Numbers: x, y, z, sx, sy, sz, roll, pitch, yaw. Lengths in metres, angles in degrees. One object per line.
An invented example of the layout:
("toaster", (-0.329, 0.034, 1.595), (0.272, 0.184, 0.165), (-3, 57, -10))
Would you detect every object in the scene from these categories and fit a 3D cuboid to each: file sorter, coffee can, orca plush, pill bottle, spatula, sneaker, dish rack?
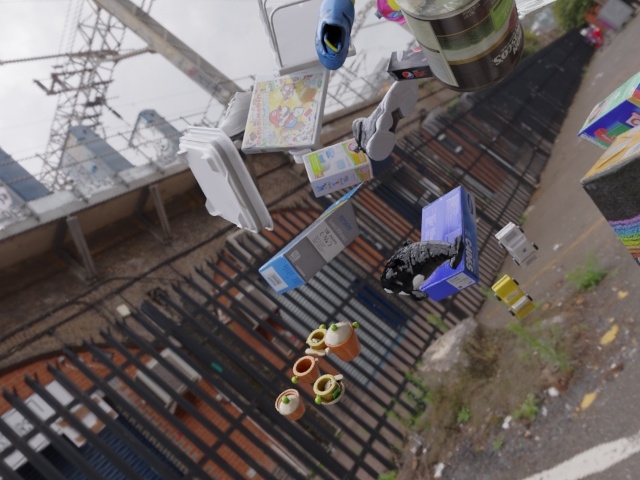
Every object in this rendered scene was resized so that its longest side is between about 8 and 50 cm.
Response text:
("file sorter", (-0.052, -0.570, 1.310), (0.192, 0.278, 0.173), (-17, -36, -2))
("coffee can", (0.272, -0.442, 1.048), (0.201, 0.201, 0.275), (-52, -30, 6))
("orca plush", (0.206, 0.068, 1.258), (0.102, 0.151, 0.287), (0, -6, -27))
("pill bottle", (-0.080, -0.352, 1.877), (0.087, 0.087, 0.160), (-45, -49, -34))
("spatula", (0.443, -0.542, 1.332), (0.242, 0.019, 0.168), (-21, 28, 17))
("sneaker", (-0.288, -0.443, 1.917), (0.297, 0.129, 0.111), (-47, 14, -28))
("dish rack", (-0.260, -0.150, 1.392), (0.072, 0.286, 0.333), (-34, 26, -20))
("sneaker", (0.179, -0.370, 1.604), (0.153, 0.101, 0.269), (26, 91, 57))
("sneaker", (0.019, -0.365, 1.001), (0.209, 0.069, 0.082), (105, 177, -75))

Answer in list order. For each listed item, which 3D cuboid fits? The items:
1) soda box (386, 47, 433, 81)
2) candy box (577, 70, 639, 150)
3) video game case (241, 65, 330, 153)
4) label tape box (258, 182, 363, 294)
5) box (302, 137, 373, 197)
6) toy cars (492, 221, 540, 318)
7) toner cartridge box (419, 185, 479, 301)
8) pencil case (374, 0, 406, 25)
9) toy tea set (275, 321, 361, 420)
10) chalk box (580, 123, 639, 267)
("soda box", (0.248, -0.439, 1.341), (0.053, 0.168, 0.060), (24, -100, -44))
("candy box", (0.903, -0.313, 1.463), (0.122, 0.268, 0.317), (-59, -6, -6))
("video game case", (-0.085, -0.325, 1.338), (0.026, 0.206, 0.227), (37, -123, -59))
("label tape box", (0.000, 0.000, 1.573), (0.333, 0.106, 0.240), (-42, 5, -25))
("box", (0.058, -0.241, 1.780), (0.203, 0.114, 0.103), (-18, -25, 2))
("toy cars", (0.745, 0.128, 2.036), (0.087, 0.176, 0.394), (-111, 18, -71))
("toner cartridge box", (0.394, 0.005, 1.668), (0.165, 0.075, 0.348), (-32, 34, 39))
("pencil case", (0.200, -0.597, 1.331), (0.104, 0.104, 0.236), (-56, 3, 35))
("toy tea set", (-0.014, 0.358, 1.565), (0.200, 0.124, 0.336), (-7, 38, 34))
("chalk box", (0.495, -0.025, 0.654), (0.179, 0.289, 0.180), (-37, 2, -40))
